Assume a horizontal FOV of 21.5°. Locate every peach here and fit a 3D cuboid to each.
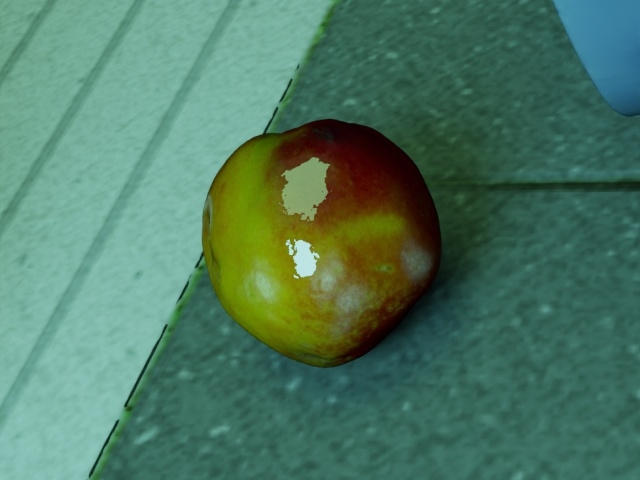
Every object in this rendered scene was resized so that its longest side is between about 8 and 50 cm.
[{"bbox_3d":[0.000,0.001,0.686,0.101,0.100,0.100,-15,41,14],"label":"peach"}]

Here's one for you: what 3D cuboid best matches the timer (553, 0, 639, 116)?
[{"bbox_3d":[0.125,-0.213,0.640,0.173,0.395,0.395,-11,42,18],"label":"timer"}]
